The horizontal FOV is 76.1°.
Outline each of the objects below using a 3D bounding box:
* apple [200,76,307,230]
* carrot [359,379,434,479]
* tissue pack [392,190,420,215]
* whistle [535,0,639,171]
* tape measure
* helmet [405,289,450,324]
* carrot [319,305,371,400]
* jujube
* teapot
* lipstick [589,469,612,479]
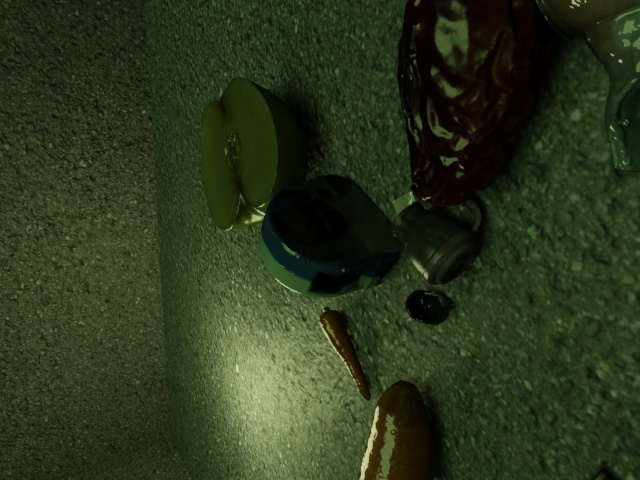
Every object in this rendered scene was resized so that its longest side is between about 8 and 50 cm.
[{"bbox_3d":[-0.198,-0.228,1.077,0.311,0.321,0.359,63,-166,-77],"label":"apple"},{"bbox_3d":[0.164,0.407,0.865,0.159,0.159,0.224,2,90,54],"label":"carrot"},{"bbox_3d":[0.185,-0.041,0.815,0.056,0.023,0.108,-27,77,50],"label":"tissue pack"},{"bbox_3d":[0.347,-0.245,0.429,0.189,0.189,0.347,-4,106,54],"label":"whistle"},{"bbox_3d":[0.002,0.000,0.893,0.259,0.262,0.138,54,147,32],"label":"tape measure"},{"bbox_3d":[0.211,0.134,0.801,0.084,0.049,0.065,19,79,24],"label":"helmet"},{"bbox_3d":[0.064,0.283,1.034,0.061,0.061,0.256,-45,65,49],"label":"carrot"},{"bbox_3d":[0.211,-0.218,0.603,0.216,0.216,0.341,35,131,44],"label":"jujube"},{"bbox_3d":[0.199,-0.014,0.719,0.146,0.116,0.148,47,131,32],"label":"teapot"},{"bbox_3d":[0.438,0.387,0.563,0.131,0.039,0.038,43,131,39],"label":"lipstick"}]
